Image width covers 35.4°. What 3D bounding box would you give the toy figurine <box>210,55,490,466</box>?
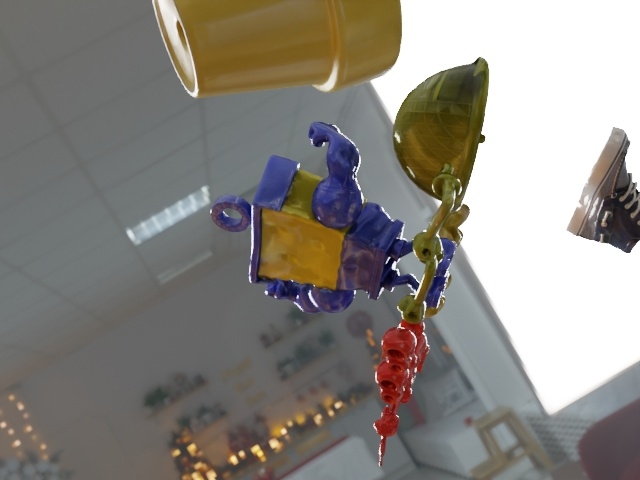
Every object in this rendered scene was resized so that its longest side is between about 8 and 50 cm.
[{"bbox_3d":[0.000,0.000,0.836,0.362,0.217,0.191,95,-163,-50],"label":"toy figurine"}]

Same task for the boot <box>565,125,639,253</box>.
[{"bbox_3d":[0.344,-0.055,1.143,0.190,0.086,0.069,88,-153,-62],"label":"boot"}]

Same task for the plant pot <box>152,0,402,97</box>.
[{"bbox_3d":[-0.063,-0.279,1.180,0.239,0.254,0.254,-21,-7,-14],"label":"plant pot"}]
